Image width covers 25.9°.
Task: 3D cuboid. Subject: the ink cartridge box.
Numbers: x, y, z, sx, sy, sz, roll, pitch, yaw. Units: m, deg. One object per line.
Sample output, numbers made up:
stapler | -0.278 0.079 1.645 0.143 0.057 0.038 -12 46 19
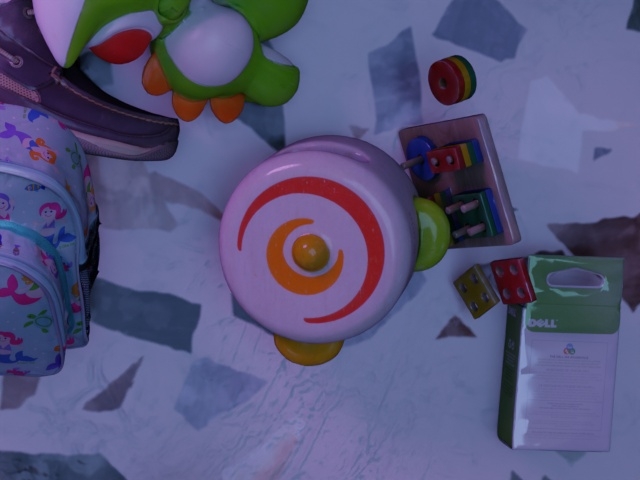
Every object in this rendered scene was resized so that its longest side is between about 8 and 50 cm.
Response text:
ink cartridge box | 0.255 0.117 1.479 0.109 0.062 0.209 3 95 -8

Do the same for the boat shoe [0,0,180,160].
boat shoe | -0.297 -0.174 1.341 0.356 0.132 0.130 19 94 -10

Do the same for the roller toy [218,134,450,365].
roller toy | 0.000 0.000 1.369 0.209 0.146 0.191 -42 92 17

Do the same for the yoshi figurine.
yoshi figurine | -0.146 -0.263 1.315 0.203 0.203 0.362 -40 133 24

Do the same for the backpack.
backpack | -0.317 0.000 1.277 0.225 0.191 0.253 3 131 -6

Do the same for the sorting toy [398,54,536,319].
sorting toy | 0.130 -0.043 1.407 0.046 0.132 0.274 -23 100 -32
